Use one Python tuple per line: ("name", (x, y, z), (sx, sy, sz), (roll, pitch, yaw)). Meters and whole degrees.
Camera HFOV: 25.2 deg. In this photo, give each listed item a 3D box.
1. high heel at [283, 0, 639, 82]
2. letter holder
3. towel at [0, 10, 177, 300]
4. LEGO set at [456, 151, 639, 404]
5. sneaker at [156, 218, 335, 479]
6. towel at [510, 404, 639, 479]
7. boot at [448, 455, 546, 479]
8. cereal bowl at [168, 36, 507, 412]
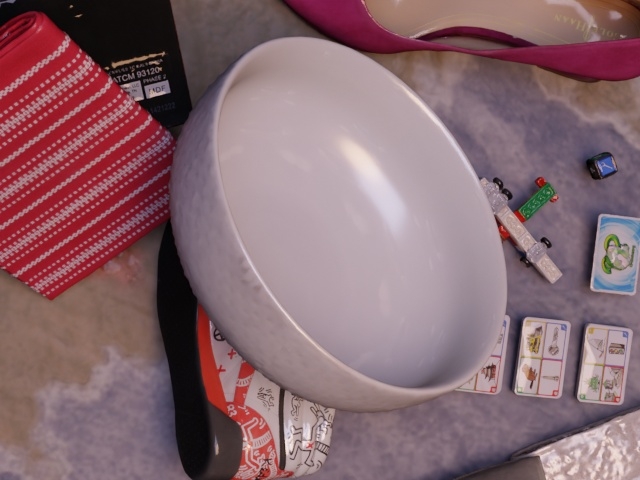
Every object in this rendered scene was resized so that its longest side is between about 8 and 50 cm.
("high heel", (0.137, -0.233, 1.318), (0.377, 0.181, 0.127), (10, 84, -9))
("letter holder", (-0.292, -0.173, 1.272), (0.302, 0.214, 0.152), (-16, 120, -11))
("towel", (-0.235, -0.064, 1.202), (0.199, 0.275, 0.031), (-34, 53, 8))
("LEGO set", (0.219, 0.030, 1.393), (0.182, 0.060, 0.244), (6, 92, -15))
("sneaker", (-0.064, 0.091, 1.315), (0.145, 0.090, 0.270), (7, 65, -34))
("towel", (0.341, 0.248, 1.386), (0.282, 0.049, 0.187), (-19, 88, -10))
("boot", (0.122, 0.306, 1.318), (0.208, 0.076, 0.190), (-8, 87, -4))
("cereal bowl", (0.000, 0.000, 1.257), (0.339, 0.141, 0.339), (25, 49, -32))
